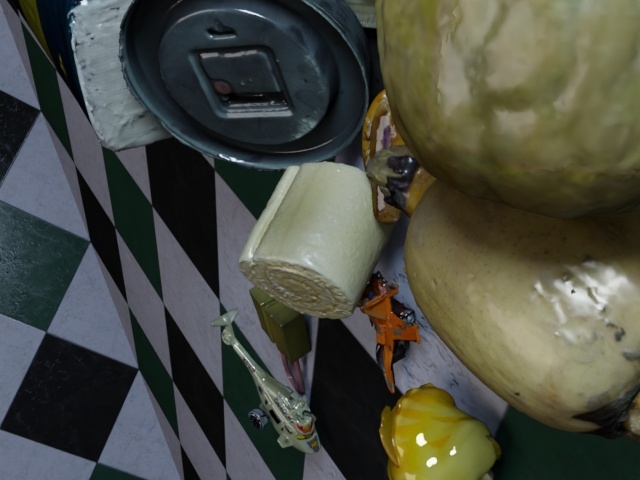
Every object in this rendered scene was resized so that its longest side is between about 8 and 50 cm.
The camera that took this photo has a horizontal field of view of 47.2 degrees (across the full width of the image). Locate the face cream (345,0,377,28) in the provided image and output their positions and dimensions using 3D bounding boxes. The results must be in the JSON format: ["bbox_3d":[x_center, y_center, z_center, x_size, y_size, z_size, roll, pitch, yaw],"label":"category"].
[{"bbox_3d":[0.009,-0.365,0.677,0.137,0.084,0.341,20,134,42],"label":"face cream"}]

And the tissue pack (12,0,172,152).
[{"bbox_3d":[-0.269,-0.352,1.002,0.416,0.264,0.253,51,153,35],"label":"tissue pack"}]

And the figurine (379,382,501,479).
[{"bbox_3d":[0.154,0.279,0.840,0.246,0.131,0.156,54,134,0],"label":"figurine"}]

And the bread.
[{"bbox_3d":[0.000,0.000,0.849,0.148,0.141,0.134,10,152,33],"label":"bread"}]

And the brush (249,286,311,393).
[{"bbox_3d":[-0.055,0.180,1.249,0.103,0.047,0.233,43,155,42],"label":"brush"}]

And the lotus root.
[{"bbox_3d":[0.152,0.009,0.557,0.310,0.183,0.182,46,147,39],"label":"lotus root"}]

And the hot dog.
[{"bbox_3d":[0.074,-0.087,0.771,0.090,0.060,0.140,48,151,44],"label":"hot dog"}]

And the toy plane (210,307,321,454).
[{"bbox_3d":[-0.092,0.253,1.279,0.286,0.092,0.108,50,141,11],"label":"toy plane"}]

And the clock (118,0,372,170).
[{"bbox_3d":[-0.080,-0.187,0.799,0.280,0.281,0.055,112,174,-55],"label":"clock"}]

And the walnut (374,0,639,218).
[{"bbox_3d":[0.146,-0.149,0.400,0.283,0.227,0.283,22,119,46],"label":"walnut"}]

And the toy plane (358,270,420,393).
[{"bbox_3d":[0.086,0.114,0.915,0.135,0.062,0.188,32,151,51],"label":"toy plane"}]
